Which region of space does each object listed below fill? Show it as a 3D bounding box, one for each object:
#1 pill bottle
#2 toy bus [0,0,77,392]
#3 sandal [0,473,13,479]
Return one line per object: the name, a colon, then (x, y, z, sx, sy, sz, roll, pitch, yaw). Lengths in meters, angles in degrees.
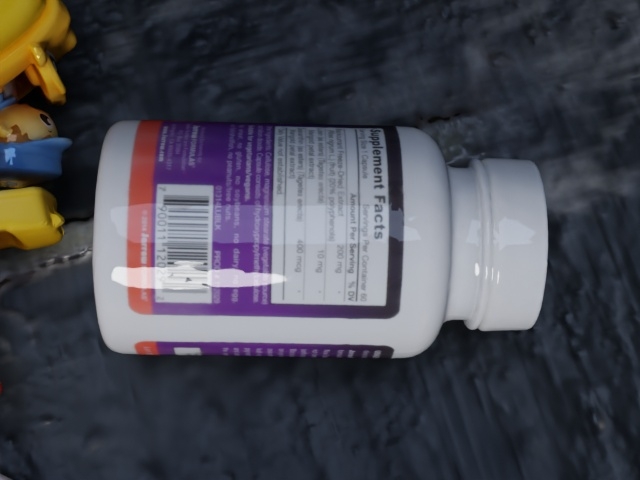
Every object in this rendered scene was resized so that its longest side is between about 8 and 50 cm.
pill bottle: (0.000, 0.000, 0.530, 0.194, 0.108, 0.108, 1, 73, -3)
toy bus: (-0.187, -0.026, 0.520, 0.220, 0.149, 0.211, -31, 90, -14)
sandal: (-0.101, 0.169, 0.491, 0.265, 0.076, 0.102, 24, 74, 5)
